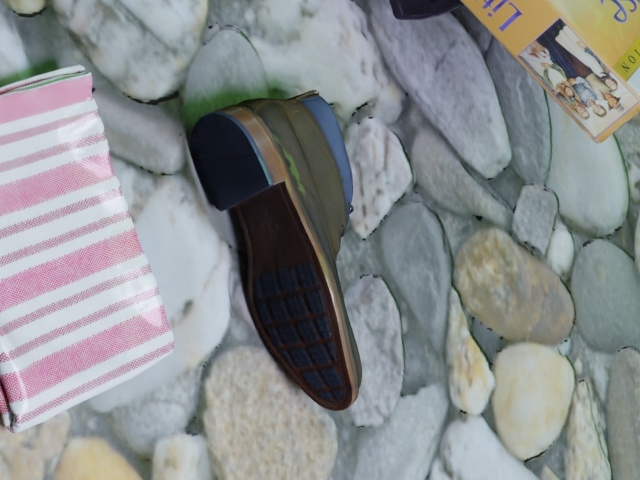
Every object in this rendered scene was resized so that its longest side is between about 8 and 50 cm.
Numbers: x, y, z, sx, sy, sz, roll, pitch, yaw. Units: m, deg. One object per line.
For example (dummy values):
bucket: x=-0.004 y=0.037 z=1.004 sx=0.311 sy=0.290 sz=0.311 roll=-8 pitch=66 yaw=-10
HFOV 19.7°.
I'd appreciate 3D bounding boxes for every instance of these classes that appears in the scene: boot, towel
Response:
boot: x=0.000 y=0.000 z=1.257 sx=0.106 sy=0.082 sz=0.219 roll=-29 pitch=101 yaw=-46
towel: x=-0.164 y=0.002 z=1.107 sx=0.144 sy=0.029 sz=0.197 roll=-27 pitch=101 yaw=-48

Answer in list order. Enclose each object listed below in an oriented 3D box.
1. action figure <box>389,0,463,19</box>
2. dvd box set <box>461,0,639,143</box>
action figure: x=0.136 y=-0.250 z=1.472 sx=0.285 sy=0.099 sz=0.185 roll=-25 pitch=92 yaw=-53
dvd box set: x=0.138 y=-0.301 z=1.385 sx=0.420 sy=0.062 sz=0.307 roll=47 pitch=43 yaw=-1
